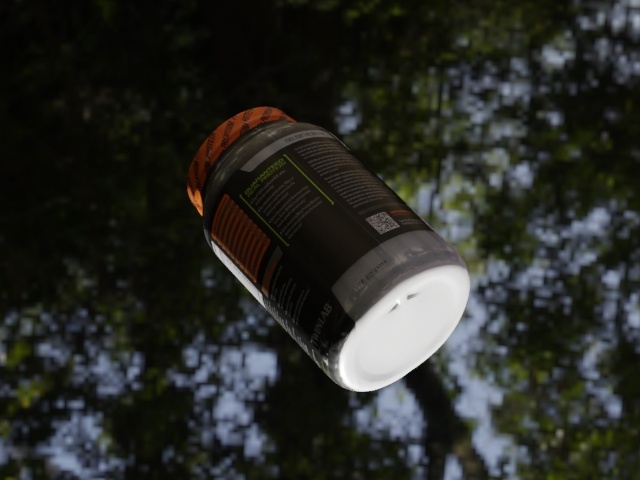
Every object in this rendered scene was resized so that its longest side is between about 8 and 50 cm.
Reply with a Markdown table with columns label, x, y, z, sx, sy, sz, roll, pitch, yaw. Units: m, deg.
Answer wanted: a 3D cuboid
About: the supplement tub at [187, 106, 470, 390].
| label | x | y | z | sx | sy | sz | roll | pitch | yaw |
| --- | --- | --- | --- | --- | --- | --- | --- | --- | --- |
| supplement tub | 0.000 | 0.000 | 1.091 | 0.117 | 0.117 | 0.190 | -7 | -137 | -43 |
